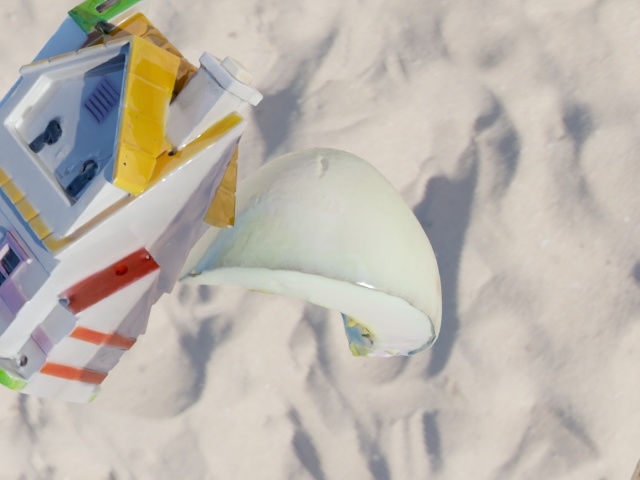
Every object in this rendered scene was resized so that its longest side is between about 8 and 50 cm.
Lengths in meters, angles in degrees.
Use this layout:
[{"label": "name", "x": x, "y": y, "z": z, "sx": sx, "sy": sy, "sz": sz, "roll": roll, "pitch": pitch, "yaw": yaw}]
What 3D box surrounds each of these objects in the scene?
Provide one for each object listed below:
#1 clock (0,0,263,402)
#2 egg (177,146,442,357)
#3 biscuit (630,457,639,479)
[{"label": "clock", "x": -0.186, "y": -0.054, "z": 1.135, "sx": 0.309, "sy": 0.166, "sz": 0.235, "roll": -49, "pitch": 59, "yaw": 12}, {"label": "egg", "x": 0.014, "y": -0.002, "z": 1.322, "sx": 0.206, "sy": 0.271, "sz": 0.161, "roll": -24, "pitch": 51, "yaw": 57}, {"label": "biscuit", "x": 0.173, "y": 0.198, "z": 0.782, "sx": 0.030, "sy": 0.160, "sz": 0.249, "roll": 25, "pitch": 90, "yaw": 8}]
